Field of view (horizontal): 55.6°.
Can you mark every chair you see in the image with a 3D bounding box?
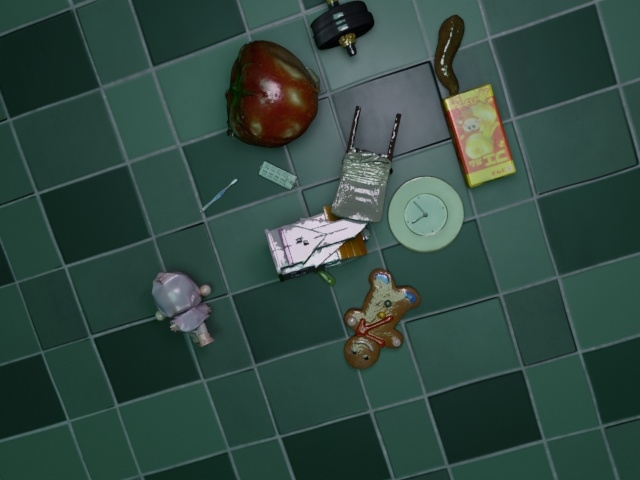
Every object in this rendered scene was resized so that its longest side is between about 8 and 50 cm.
[{"bbox_3d":[0.136,-0.212,1.776,0.160,0.186,0.319,11,91,2],"label":"chair"}]

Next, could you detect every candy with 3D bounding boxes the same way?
[{"bbox_3d":[0.464,-0.307,1.794,0.146,0.088,0.276,-19,95,6],"label":"candy"}]

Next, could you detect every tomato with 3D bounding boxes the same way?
[{"bbox_3d":[-0.135,-0.410,1.737,0.238,0.303,0.304,5,99,-24],"label":"tomato"}]

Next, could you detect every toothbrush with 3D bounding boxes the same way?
[{"bbox_3d":[-0.322,-0.141,1.916,0.162,0.017,0.014,-40,87,8],"label":"toothbrush"}]

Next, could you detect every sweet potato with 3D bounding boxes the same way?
[{"bbox_3d":[0.377,-0.546,1.787,0.081,0.062,0.233,4,100,3],"label":"sweet potato"}]

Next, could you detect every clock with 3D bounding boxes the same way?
[{"bbox_3d":[0.000,0.000,1.808,0.309,0.235,0.166,-16,81,-5],"label":"clock"},{"bbox_3d":[0.323,-0.080,1.867,0.234,0.029,0.235,1,99,6],"label":"clock"}]

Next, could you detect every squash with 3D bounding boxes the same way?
[{"bbox_3d":[0.011,0.110,1.917,0.089,0.027,0.027,41,99,1],"label":"squash"}]

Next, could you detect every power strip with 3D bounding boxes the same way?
[{"bbox_3d":[-0.127,-0.200,1.891,0.136,0.019,0.051,27,97,1],"label":"power strip"}]

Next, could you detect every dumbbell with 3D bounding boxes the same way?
[{"bbox_3d":[0.022,-0.713,1.735,0.185,0.185,0.389,-21,96,7],"label":"dumbbell"}]

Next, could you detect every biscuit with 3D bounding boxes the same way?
[{"bbox_3d":[0.178,0.266,1.913,0.205,0.049,0.324,31,100,0],"label":"biscuit"}]

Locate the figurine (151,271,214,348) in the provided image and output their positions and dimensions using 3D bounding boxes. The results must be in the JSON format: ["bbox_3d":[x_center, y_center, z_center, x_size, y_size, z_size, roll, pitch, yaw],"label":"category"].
[{"bbox_3d":[-0.429,0.215,1.912,0.200,0.133,0.276,-30,95,4],"label":"figurine"}]
